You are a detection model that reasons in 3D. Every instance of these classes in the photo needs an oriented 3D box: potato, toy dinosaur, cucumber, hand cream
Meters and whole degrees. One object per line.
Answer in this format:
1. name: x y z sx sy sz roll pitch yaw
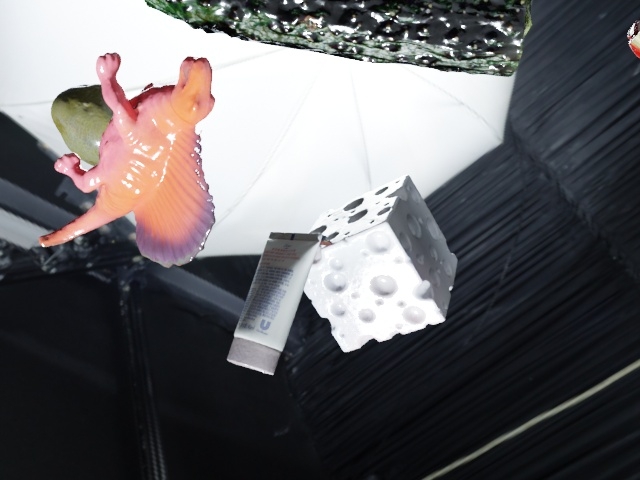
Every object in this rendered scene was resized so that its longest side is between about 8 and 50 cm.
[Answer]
1. potato: -0.403 -0.211 1.178 0.235 0.160 0.178 36 -162 -27
2. toy dinosaur: -0.146 -0.027 0.488 0.139 0.286 0.070 53 -141 9
3. cucumber: 0.001 -0.168 0.426 0.300 0.072 0.072 10 -161 4
4. hand cream: -0.082 0.098 1.030 0.133 0.247 0.083 6 161 43

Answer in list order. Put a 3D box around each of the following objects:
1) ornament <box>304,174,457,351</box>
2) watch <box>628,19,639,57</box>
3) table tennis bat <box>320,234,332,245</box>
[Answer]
1. ornament: 0.120 0.047 1.278 0.239 0.240 0.239 58 -150 -15
2. watch: 0.613 -0.401 0.964 0.102 0.268 0.165 44 -129 12
3. table tennis bat: 0.000 0.000 1.125 0.050 0.007 0.083 13 170 -7
